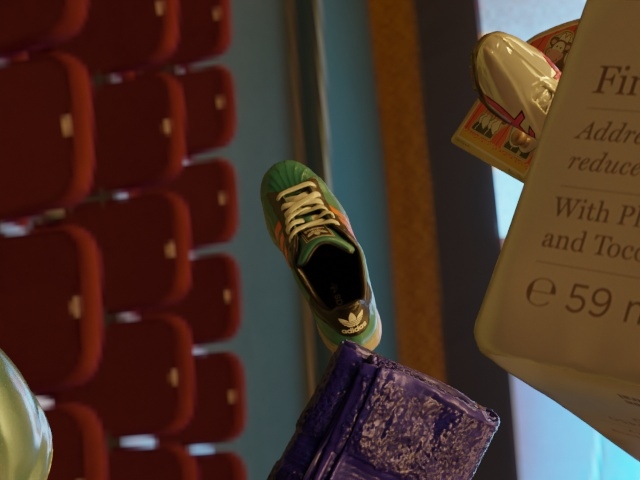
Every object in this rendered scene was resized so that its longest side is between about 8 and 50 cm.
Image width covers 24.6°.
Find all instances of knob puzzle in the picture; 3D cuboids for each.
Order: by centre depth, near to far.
[{"bbox_3d":[0.236,-0.171,1.651,0.030,0.213,0.213,32,45,-30],"label":"knob puzzle"}]

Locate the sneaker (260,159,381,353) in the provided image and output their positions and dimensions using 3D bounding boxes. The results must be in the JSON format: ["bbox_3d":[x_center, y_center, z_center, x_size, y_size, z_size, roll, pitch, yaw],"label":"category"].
[{"bbox_3d":[0.000,0.000,1.900,0.121,0.108,0.302,80,-14,-59],"label":"sneaker"}]

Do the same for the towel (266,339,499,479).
[{"bbox_3d":[0.049,0.284,1.590,0.308,0.228,0.076,-62,-154,2],"label":"towel"}]

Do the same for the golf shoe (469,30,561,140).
[{"bbox_3d":[0.202,-0.107,1.248,0.186,0.067,0.086,46,-13,-25],"label":"golf shoe"}]

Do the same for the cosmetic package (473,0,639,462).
[{"bbox_3d":[0.353,-0.037,0.875,0.327,0.329,0.393,34,71,-47],"label":"cosmetic package"}]

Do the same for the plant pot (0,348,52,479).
[{"bbox_3d":[-0.442,0.177,1.510,0.293,0.293,0.196,-82,169,-45],"label":"plant pot"}]
